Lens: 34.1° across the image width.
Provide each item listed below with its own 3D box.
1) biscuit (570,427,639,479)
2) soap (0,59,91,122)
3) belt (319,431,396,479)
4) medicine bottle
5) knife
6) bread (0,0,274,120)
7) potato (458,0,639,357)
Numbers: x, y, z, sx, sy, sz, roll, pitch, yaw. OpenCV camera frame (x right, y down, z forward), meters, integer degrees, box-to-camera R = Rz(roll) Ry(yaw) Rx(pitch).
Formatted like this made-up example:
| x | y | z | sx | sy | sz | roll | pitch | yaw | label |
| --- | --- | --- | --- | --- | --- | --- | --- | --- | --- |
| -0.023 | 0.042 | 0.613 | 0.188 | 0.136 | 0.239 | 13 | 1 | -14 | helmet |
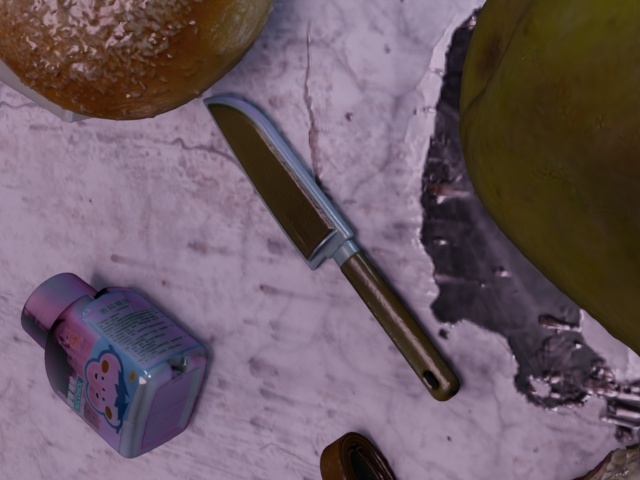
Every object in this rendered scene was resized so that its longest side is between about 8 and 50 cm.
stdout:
| x | y | z | sx | sy | sz | roll | pitch | yaw | label |
| --- | --- | --- | --- | --- | --- | --- | --- | --- | --- |
| 0.213 | 0.232 | 0.755 | 0.186 | 0.079 | 0.309 | 54 | 131 | 10 | biscuit |
| -0.276 | -0.208 | 1.025 | 0.183 | 0.064 | 0.121 | 31 | 120 | 27 | soap |
| 0.033 | 0.211 | 0.905 | 0.036 | 0.059 | 0.083 | -40 | 78 | 39 | belt |
| -0.213 | 0.114 | 1.050 | 0.188 | 0.094 | 0.119 | 35 | 124 | 26 | medicine bottle |
| -0.001 | 0.001 | 0.890 | 0.343 | 0.027 | 0.061 | 54 | 133 | 13 | knife |
| -0.178 | -0.249 | 0.842 | 0.305 | 0.159 | 0.306 | 3 | 97 | 24 | bread |
| 0.185 | -0.064 | 0.600 | 0.280 | 0.212 | 0.330 | 22 | 115 | 32 | potato |
